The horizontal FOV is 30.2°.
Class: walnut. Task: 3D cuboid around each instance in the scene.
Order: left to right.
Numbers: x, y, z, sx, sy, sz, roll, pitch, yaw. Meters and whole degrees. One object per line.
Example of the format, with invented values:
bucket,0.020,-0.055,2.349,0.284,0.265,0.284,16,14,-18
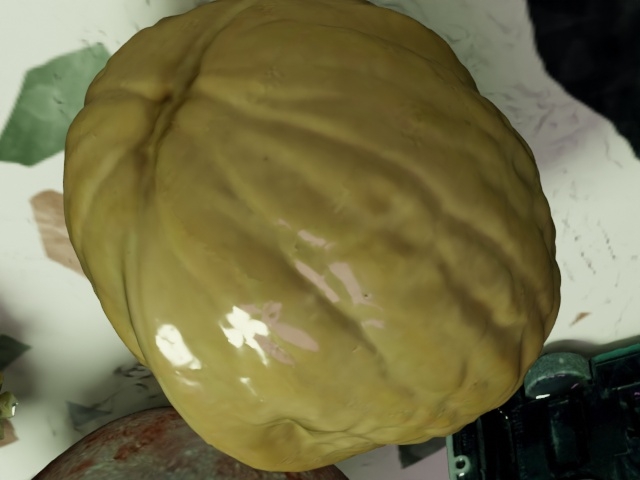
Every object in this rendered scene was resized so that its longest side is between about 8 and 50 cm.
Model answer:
walnut,0.000,0.000,0.568,0.225,0.225,0.261,-20,140,24

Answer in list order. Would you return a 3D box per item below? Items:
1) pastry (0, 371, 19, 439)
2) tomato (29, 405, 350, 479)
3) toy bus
pastry,-0.326,0.119,0.780,0.257,0.121,0.236,18,135,7
tomato,-0.093,0.271,0.807,0.316,0.317,0.282,-3,172,6
toy bus,0.226,0.145,0.793,0.256,0.128,0.147,-20,137,21
